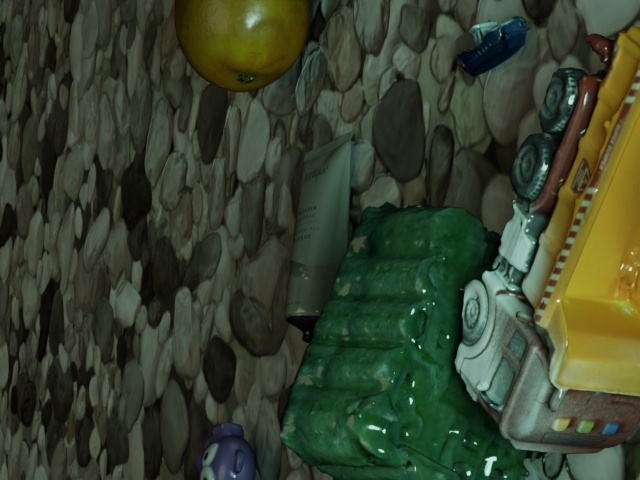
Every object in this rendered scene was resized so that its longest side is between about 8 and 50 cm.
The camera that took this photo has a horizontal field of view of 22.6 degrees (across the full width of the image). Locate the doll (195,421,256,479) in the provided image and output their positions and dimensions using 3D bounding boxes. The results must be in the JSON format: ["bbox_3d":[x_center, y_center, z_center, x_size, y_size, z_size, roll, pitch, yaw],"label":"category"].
[{"bbox_3d":[-0.101,0.245,1.595,0.206,0.067,0.110,121,154,-62],"label":"doll"}]

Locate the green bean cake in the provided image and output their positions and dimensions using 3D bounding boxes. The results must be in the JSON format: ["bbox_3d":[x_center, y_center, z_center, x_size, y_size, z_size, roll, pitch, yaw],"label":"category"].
[{"bbox_3d":[0.092,0.092,1.124,0.107,0.193,0.208,-8,56,51],"label":"green bean cake"}]

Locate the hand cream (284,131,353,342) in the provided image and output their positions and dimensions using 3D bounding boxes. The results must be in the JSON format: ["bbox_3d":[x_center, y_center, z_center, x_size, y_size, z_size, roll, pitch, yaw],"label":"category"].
[{"bbox_3d":[0.000,0.000,1.432,0.087,0.054,0.186,-22,61,58],"label":"hand cream"}]

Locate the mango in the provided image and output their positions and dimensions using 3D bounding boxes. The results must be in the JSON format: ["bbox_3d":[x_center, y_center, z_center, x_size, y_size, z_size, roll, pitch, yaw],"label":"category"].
[{"bbox_3d":[-0.081,-0.231,1.551,0.221,0.120,0.152,-117,43,-58],"label":"mango"}]

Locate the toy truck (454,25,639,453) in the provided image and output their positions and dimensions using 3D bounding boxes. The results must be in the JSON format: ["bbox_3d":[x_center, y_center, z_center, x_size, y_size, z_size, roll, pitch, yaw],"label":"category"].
[{"bbox_3d":[0.179,0.001,0.979,0.135,0.114,0.270,-119,42,-56],"label":"toy truck"}]

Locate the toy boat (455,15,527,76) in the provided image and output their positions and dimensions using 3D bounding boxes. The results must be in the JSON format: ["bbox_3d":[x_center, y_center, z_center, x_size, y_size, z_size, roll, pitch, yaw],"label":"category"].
[{"bbox_3d":[0.124,-0.148,1.194,0.083,0.038,0.038,148,122,-60],"label":"toy boat"}]
